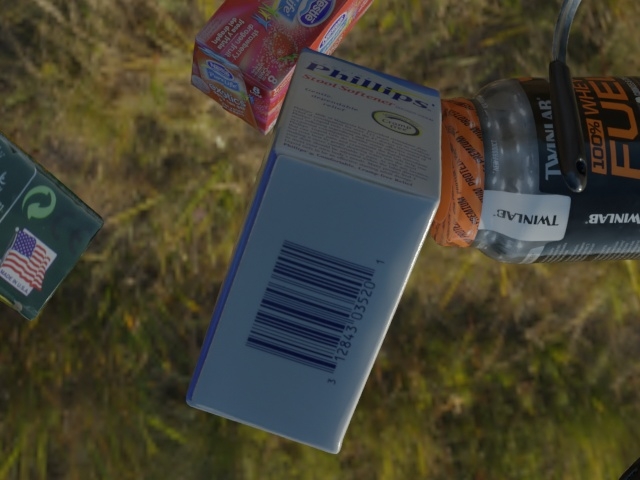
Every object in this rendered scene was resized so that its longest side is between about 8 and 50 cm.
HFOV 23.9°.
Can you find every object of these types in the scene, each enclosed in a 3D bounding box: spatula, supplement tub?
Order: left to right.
[{"bbox_3d":[0.209,-0.169,1.281,0.030,0.296,0.084,-20,145,39],"label":"spatula"},{"bbox_3d":[0.274,-0.073,1.568,0.316,0.193,0.193,-3,140,-11],"label":"supplement tub"}]

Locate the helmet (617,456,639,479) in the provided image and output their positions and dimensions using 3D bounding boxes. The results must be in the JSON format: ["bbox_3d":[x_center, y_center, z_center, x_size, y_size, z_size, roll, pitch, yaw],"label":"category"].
[{"bbox_3d":[0.277,0.212,1.038,0.161,0.169,0.169,-17,153,-41],"label":"helmet"}]

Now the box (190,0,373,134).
[{"bbox_3d":[-0.039,-0.277,1.876,0.123,0.257,0.128,35,159,7],"label":"box"}]

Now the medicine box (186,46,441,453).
[{"bbox_3d":[0.000,0.000,1.399,0.149,0.289,0.263,18,114,-4],"label":"medicine box"}]

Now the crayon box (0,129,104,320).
[{"bbox_3d":[-0.302,-0.076,0.950,0.318,0.081,0.202,22,163,44],"label":"crayon box"}]
